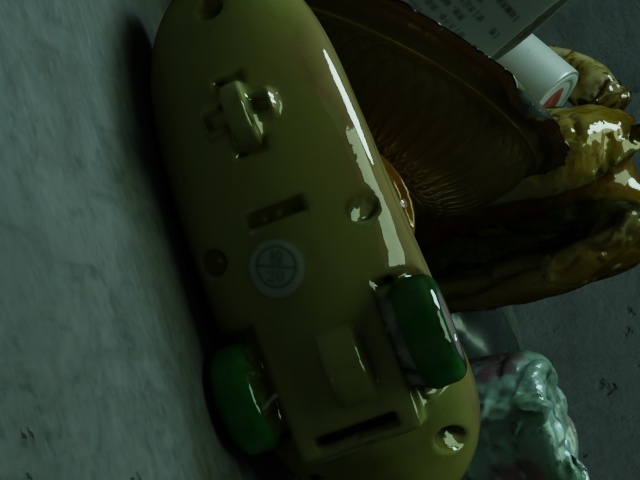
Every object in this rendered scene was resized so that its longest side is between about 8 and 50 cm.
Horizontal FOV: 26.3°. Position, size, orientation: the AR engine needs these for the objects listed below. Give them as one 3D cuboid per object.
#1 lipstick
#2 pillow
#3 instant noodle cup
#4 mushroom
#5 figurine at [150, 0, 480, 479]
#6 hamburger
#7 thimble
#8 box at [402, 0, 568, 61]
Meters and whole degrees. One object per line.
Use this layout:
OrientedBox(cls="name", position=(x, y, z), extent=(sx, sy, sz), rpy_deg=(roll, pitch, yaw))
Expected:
OrientedBox(cls="lipstick", position=(0.102, -0.232, 1.339), extent=(0.327, 0.087, 0.087), rpy_deg=(43, 2, 17))
OrientedBox(cls="pillow", position=(0.143, 0.114, 1.368), extent=(0.186, 0.106, 0.250), rpy_deg=(-79, 147, -53))
OrientedBox(cls="instant noodle cup", position=(0.029, -0.080, 0.936), extent=(0.090, 0.274, 0.274), rpy_deg=(-62, 157, -9))
OrientedBox(cls="mushroom", position=(0.162, -0.167, 1.487), extent=(0.233, 0.302, 0.208), rpy_deg=(-72, 179, -50))
OrientedBox(cls="figurine", position=(0.000, 0.000, 0.777), extent=(0.222, 0.124, 0.324), rpy_deg=(-6, 74, -79))
OrientedBox(cls="hamburger", position=(0.122, -0.021, 1.199), extent=(0.330, 0.209, 0.162), rpy_deg=(9, -66, 65))
OrientedBox(cls="thimble", position=(0.139, 0.185, 1.117), extent=(0.211, 0.149, 0.185), rpy_deg=(59, 19, -53))
OrientedBox(cls="box", position=(0.015, -0.265, 0.912), extent=(0.333, 0.145, 0.173), rpy_deg=(37, 18, -40))
